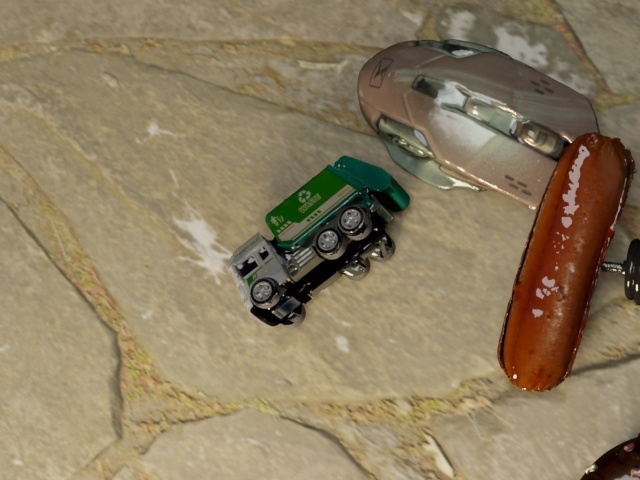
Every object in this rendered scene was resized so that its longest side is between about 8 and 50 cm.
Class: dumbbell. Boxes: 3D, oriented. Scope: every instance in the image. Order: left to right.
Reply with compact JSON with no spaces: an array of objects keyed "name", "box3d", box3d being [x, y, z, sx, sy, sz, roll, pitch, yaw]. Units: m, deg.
[{"name":"dumbbell","box3d":[0.446,0.043,1.805,0.208,0.099,0.099,6,82,18]}]

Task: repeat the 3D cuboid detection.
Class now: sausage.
[{"name":"sausage","box3d":[0.294,0.025,1.828,0.102,0.102,0.330,20,99,18]}]

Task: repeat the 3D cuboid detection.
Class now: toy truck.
[{"name":"toy truck","box3d":[0.000,0.000,1.939,0.253,0.114,0.124,-37,59,7]}]

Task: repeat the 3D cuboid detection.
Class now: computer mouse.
[{"name":"computer mouse","box3d":[0.215,-0.151,1.902,0.389,0.115,0.199,23,90,19]}]

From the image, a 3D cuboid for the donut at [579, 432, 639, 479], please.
[{"name":"donut","box3d":[0.408,0.349,1.743,0.270,0.103,0.269,-8,69,21]}]
